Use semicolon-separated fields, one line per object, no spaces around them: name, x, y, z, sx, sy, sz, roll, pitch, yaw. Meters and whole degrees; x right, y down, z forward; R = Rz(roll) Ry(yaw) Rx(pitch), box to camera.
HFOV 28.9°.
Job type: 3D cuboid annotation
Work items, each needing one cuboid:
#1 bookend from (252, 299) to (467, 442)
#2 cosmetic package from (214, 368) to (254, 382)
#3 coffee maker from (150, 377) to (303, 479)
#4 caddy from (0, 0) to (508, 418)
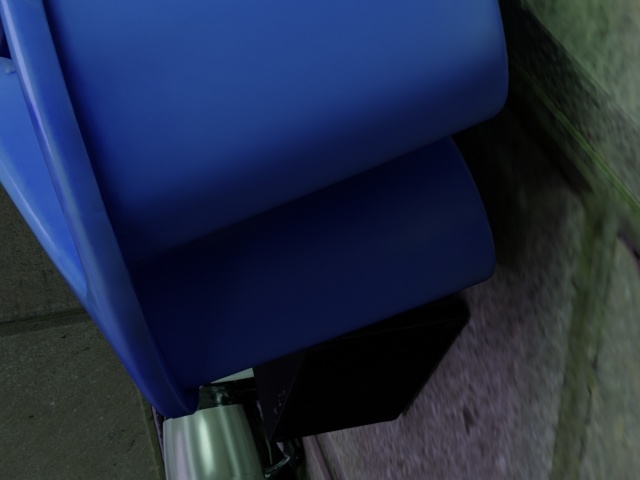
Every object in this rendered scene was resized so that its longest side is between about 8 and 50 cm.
bookend;0.000;0.000;0.609;0.156;0.072;0.157;108;150;-64
cosmetic package;-0.066;-0.028;0.869;0.117;0.085;0.231;-154;54;-75
coffee maker;-0.092;0.148;1.045;0.171;0.120;0.178;118;141;-72
caddy;-0.059;-0.107;0.458;0.241;0.179;0.341;78;176;-61
